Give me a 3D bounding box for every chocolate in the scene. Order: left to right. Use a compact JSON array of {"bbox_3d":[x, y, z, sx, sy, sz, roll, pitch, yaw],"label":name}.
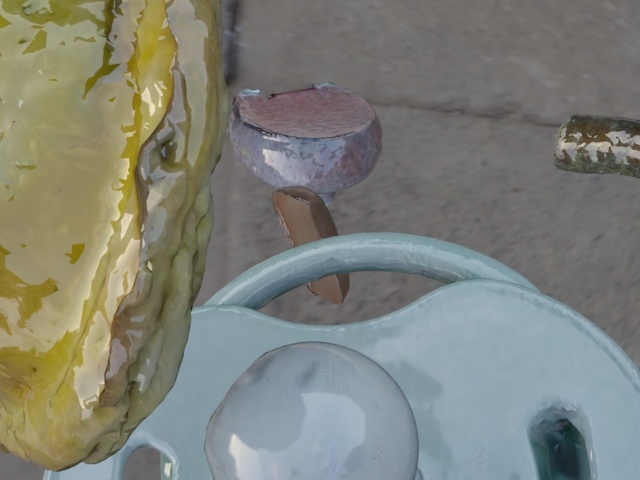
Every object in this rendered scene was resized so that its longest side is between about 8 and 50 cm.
[{"bbox_3d":[0.000,0.000,1.431,0.031,0.064,0.100,-30,110,-19],"label":"chocolate"}]

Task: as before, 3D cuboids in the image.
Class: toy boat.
[{"bbox_3d":[-0.015,-0.097,1.913,0.155,0.227,0.085,-4,111,-13],"label":"toy boat"}]

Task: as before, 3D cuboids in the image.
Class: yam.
[{"bbox_3d":[0.330,-0.073,1.648,0.274,0.061,0.061,11,98,40],"label":"yam"}]

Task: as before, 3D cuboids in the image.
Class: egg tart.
[{"bbox_3d":[-0.118,-0.043,0.733,0.118,0.288,0.288,8,97,-25],"label":"egg tart"}]

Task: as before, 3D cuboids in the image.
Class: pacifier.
[{"bbox_3d":[0.010,0.110,0.930,0.343,0.269,0.288,-7,69,4],"label":"pacifier"}]
